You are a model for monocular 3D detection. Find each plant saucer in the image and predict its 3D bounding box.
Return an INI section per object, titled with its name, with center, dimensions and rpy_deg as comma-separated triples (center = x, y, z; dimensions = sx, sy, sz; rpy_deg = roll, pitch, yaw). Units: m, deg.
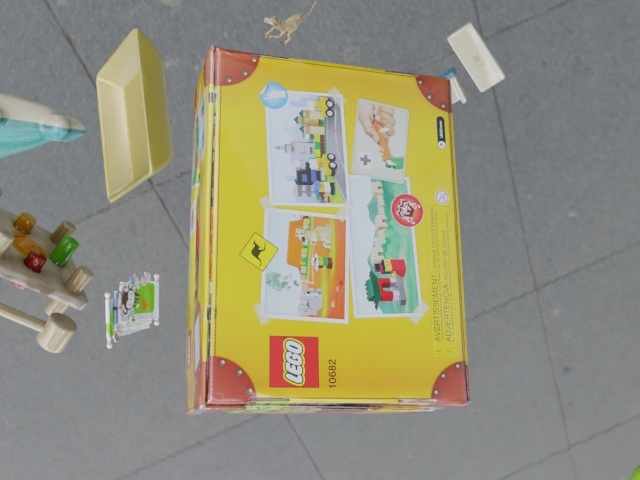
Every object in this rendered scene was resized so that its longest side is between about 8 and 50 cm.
[plant saucer]
center = -0.433, -0.280, 1.807
dimensions = 0.080, 0.332, 0.333
rpy_deg = -3, 83, -32

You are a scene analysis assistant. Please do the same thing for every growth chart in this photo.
[growth chart]
center = -0.513, 0.180, 2.106
dimensions = 0.021, 0.237, 0.172
rpy_deg = 1, 100, 26

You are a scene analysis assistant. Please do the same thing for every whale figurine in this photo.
[whale figurine]
center = -0.639, -0.232, 1.612
dimensions = 0.271, 0.216, 0.141
rpy_deg = 12, 96, 7

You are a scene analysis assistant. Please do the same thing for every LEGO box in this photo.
[LEGO box]
center = 0.000, 0.000, 1.136
dimensions = 0.372, 0.501, 0.193
rpy_deg = 4, 164, -16

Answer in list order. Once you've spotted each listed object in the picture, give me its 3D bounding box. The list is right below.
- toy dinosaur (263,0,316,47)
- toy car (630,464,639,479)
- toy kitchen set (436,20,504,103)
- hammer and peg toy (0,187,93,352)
[toy dinosaur]
center = -0.069, -0.495, 1.768
dimensions = 0.053, 0.183, 0.092
rpy_deg = 54, 133, 2
[toy car]
center = 0.481, 0.401, 0.985
dimensions = 0.148, 0.155, 0.189
rpy_deg = -1, 91, 10
[toy kitchen set]
center = 0.242, -0.331, 1.515
dimensions = 0.207, 0.166, 0.122
rpy_deg = -30, 104, 23
[hammer and peg toy]
center = -0.586, 0.044, 1.525
dimensions = 0.127, 0.361, 0.266
rpy_deg = -49, 131, 9
